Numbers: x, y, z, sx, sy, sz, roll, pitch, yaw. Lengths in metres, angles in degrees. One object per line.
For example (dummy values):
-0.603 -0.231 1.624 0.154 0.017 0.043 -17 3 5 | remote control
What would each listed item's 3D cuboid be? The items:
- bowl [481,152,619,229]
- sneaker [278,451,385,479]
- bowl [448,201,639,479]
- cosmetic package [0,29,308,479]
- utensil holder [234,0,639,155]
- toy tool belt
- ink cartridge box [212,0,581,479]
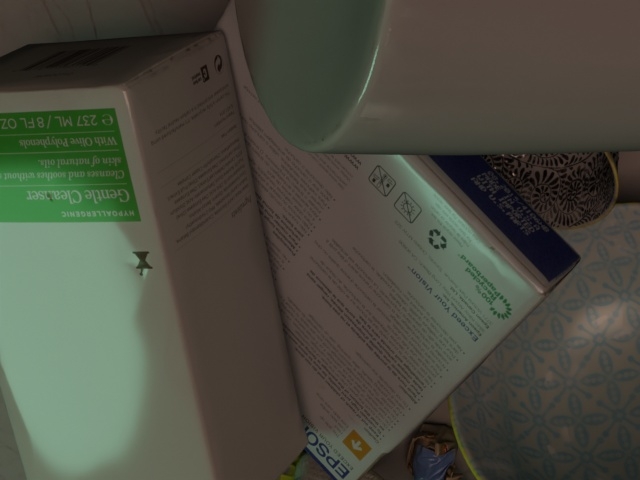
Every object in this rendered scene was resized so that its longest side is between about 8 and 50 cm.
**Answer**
0.179 -0.094 1.169 0.170 0.080 0.170 25 150 16 | bowl
-0.027 0.249 1.293 0.240 0.091 0.126 18 134 28 | sneaker
0.265 0.129 1.198 0.289 0.289 0.156 -26 148 12 | bowl
-0.152 0.033 1.120 0.197 0.155 0.365 -1 112 27 | cosmetic package
0.166 -0.212 0.947 0.385 0.327 0.327 -4 111 -21 | utensil holder
0.104 0.214 1.309 0.052 0.051 0.083 3 109 3 | toy tool belt
0.000 0.000 1.153 0.324 0.071 0.330 47 138 9 | ink cartridge box
